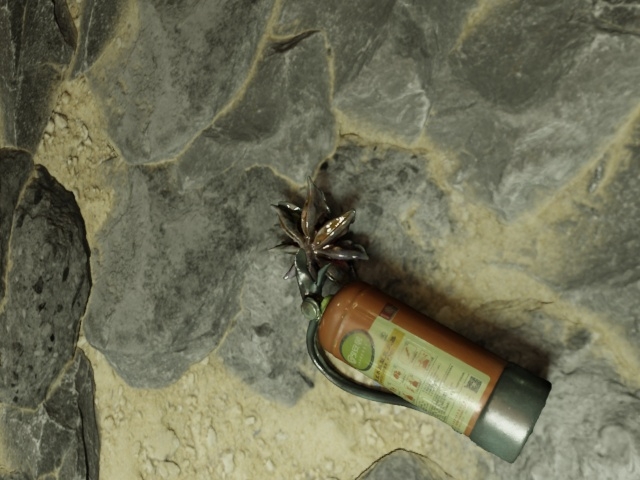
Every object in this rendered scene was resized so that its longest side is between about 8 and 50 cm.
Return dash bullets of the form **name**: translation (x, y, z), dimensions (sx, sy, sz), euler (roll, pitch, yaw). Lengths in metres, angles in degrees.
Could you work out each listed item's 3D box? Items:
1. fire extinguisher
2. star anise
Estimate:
- **fire extinguisher**: translation (0.099, 0.173, 0.794), dimensions (0.376, 0.113, 0.200), euler (30, 109, 22)
- **star anise**: translation (0.000, 0.000, 0.904), dimensions (0.204, 0.061, 0.181), euler (31, 119, 27)
